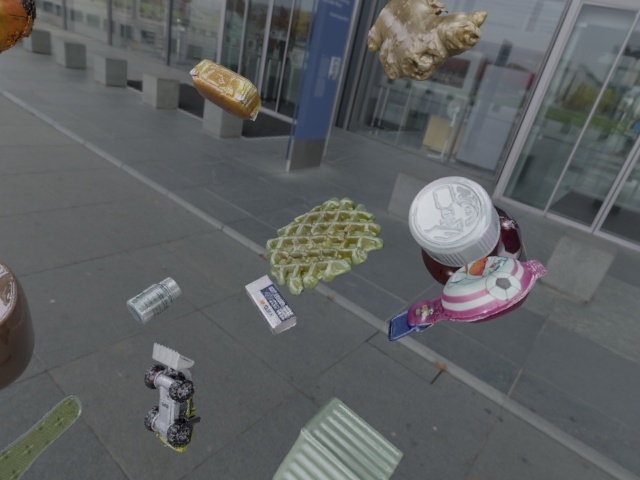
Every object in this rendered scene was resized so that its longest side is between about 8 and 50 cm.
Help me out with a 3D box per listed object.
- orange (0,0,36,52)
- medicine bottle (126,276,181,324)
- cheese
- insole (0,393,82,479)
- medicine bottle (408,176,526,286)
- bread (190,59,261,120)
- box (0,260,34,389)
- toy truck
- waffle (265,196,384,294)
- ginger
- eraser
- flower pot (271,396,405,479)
[{"bbox_3d":[-0.723,-0.490,0.854,0.234,0.235,0.182,29,-7,31],"label":"orange"},{"bbox_3d":[-0.460,0.164,1.147,0.080,0.080,0.130,27,47,28],"label":"medicine bottle"},{"bbox_3d":[0.209,0.086,0.618,0.244,0.062,0.155,-28,9,20],"label":"cheese"},{"bbox_3d":[-0.640,0.464,0.877,0.007,0.109,0.322,5,29,20],"label":"insole"},{"bbox_3d":[0.351,-0.002,0.969,0.242,0.243,0.395,30,-5,32],"label":"medicine bottle"},{"bbox_3d":[-0.323,-0.508,1.408,0.241,0.107,0.136,33,-9,17],"label":"bread"},{"bbox_3d":[-0.768,0.174,0.861,0.300,0.216,0.301,20,41,-18],"label":"box"},{"bbox_3d":[-0.381,0.406,1.080,0.136,0.286,0.111,9,9,32],"label":"toy truck"},{"bbox_3d":[0.000,0.000,1.079,0.309,0.056,0.292,-30,39,-1],"label":"waffle"},{"bbox_3d":[0.149,-0.305,0.624,0.074,0.138,0.213,7,39,-38],"label":"ginger"},{"bbox_3d":[-0.237,0.300,1.951,0.130,0.086,0.287,-26,52,-23],"label":"eraser"},{"bbox_3d":[0.037,0.477,0.859,0.189,0.239,0.209,33,62,24],"label":"flower pot"}]
